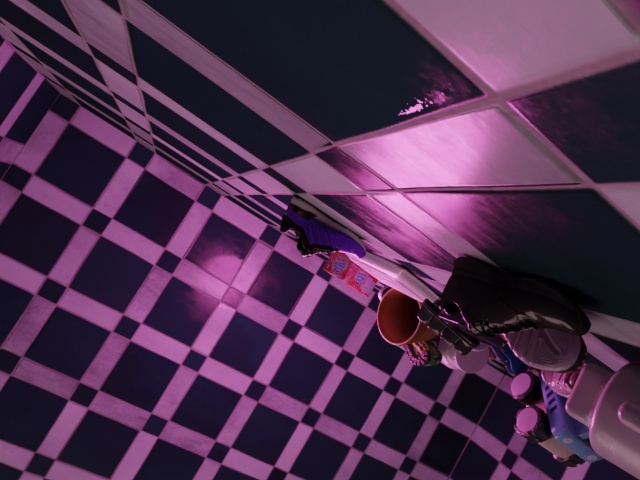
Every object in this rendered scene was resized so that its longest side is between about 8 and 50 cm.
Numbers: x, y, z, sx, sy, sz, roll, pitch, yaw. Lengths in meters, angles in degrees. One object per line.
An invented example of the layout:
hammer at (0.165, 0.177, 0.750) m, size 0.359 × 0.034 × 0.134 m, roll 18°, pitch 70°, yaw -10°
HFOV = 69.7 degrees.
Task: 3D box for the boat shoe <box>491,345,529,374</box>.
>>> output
boat shoe at (0.652, 0.371, 1.596) m, size 0.258 × 0.109 × 0.089 m, roll 54°, pitch 171°, yaw -31°

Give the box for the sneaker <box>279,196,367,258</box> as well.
sneaker at (0.000, 0.000, 1.430) m, size 0.293 × 0.146 × 0.102 m, roll 33°, pitch 175°, yaw -13°

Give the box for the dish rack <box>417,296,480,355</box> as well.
dish rack at (0.440, 0.264, 1.516) m, size 0.208 × 0.074 × 0.271 m, roll 42°, pitch -156°, yaw 20°

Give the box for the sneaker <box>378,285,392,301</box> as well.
sneaker at (0.411, 0.297, 2.162) m, size 0.295 × 0.105 × 0.146 m, roll 27°, pitch 176°, yaw -32°

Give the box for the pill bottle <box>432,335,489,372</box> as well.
pill bottle at (0.605, 0.476, 2.138) m, size 0.204 × 0.204 × 0.361 m, roll 32°, pitch 174°, yaw -15°

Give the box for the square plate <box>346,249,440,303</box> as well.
square plate at (0.260, 0.131, 1.718) m, size 0.347 × 0.049 × 0.344 m, roll 26°, pitch 172°, yaw 47°

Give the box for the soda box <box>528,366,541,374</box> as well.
soda box at (0.849, 0.501, 1.815) m, size 0.060 × 0.053 × 0.169 m, roll 30°, pitch 174°, yaw 14°

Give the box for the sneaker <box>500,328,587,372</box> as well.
sneaker at (0.463, 0.196, 0.927) m, size 0.180 × 0.125 × 0.321 m, roll 28°, pitch -174°, yaw -8°

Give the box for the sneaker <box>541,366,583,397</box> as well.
sneaker at (0.745, 0.404, 1.336) m, size 0.111 × 0.103 × 0.252 m, roll 37°, pitch 167°, yaw -19°

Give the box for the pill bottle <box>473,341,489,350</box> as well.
pill bottle at (0.582, 0.364, 1.750) m, size 0.108 × 0.108 × 0.193 m, roll 30°, pitch 175°, yaw 14°

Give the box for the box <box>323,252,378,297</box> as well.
box at (0.140, 0.132, 1.971) m, size 0.122 × 0.128 × 0.257 m, roll 27°, pitch 174°, yaw 38°

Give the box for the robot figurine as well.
robot figurine at (0.644, 0.355, 0.824) m, size 0.299 × 0.200 × 0.353 m, roll 23°, pitch -179°, yaw -37°

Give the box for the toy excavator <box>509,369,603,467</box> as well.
toy excavator at (0.828, 0.521, 1.365) m, size 0.222 × 0.445 × 0.433 m, roll 35°, pitch -146°, yaw -11°

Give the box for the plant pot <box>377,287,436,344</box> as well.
plant pot at (0.409, 0.330, 1.936) m, size 0.254 × 0.237 × 0.237 m, roll 17°, pitch -176°, yaw -37°

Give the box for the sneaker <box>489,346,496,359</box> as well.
sneaker at (0.829, 0.560, 2.402) m, size 0.188 × 0.066 × 0.071 m, roll 27°, pitch 172°, yaw 36°

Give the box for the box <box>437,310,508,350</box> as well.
box at (0.444, 0.224, 1.308) m, size 0.155 × 0.093 × 0.158 m, roll 31°, pitch 176°, yaw -5°

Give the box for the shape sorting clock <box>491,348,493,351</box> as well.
shape sorting clock at (0.861, 0.528, 2.066) m, size 0.206 × 0.040 × 0.206 m, roll 32°, pitch 179°, yaw 1°

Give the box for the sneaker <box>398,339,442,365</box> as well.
sneaker at (0.418, 0.457, 2.099) m, size 0.146 × 0.134 × 0.343 m, roll 22°, pitch -162°, yaw -34°

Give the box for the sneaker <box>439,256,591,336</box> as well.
sneaker at (0.333, 0.125, 0.826) m, size 0.109 × 0.130 × 0.286 m, roll 36°, pitch 172°, yaw -28°
